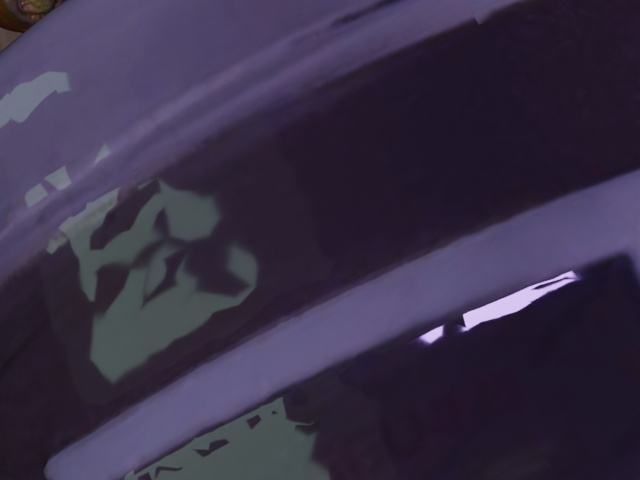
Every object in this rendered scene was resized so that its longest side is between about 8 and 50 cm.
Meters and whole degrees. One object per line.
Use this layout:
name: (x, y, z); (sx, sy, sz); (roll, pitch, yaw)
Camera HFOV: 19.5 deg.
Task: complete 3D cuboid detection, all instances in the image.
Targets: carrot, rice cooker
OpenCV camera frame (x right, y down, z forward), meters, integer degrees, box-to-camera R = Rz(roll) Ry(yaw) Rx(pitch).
carrot: (-0.215, -0.176, 1.160); (0.062, 0.066, 0.271); (-54, 33, -4)
rice cooker: (0.067, 0.058, 0.474); (0.335, 0.335, 0.325); (-48, 59, 56)
